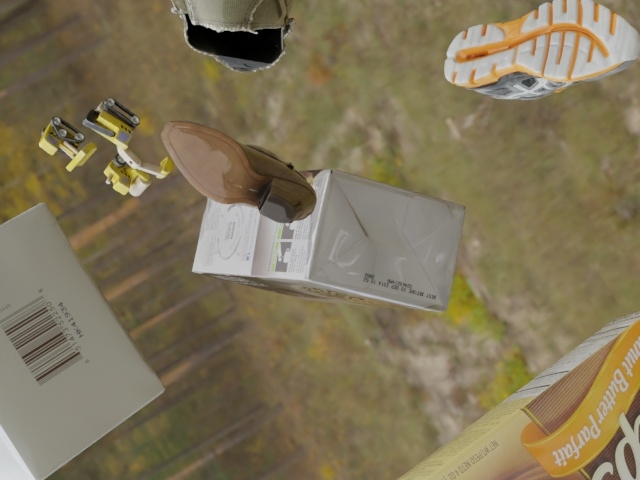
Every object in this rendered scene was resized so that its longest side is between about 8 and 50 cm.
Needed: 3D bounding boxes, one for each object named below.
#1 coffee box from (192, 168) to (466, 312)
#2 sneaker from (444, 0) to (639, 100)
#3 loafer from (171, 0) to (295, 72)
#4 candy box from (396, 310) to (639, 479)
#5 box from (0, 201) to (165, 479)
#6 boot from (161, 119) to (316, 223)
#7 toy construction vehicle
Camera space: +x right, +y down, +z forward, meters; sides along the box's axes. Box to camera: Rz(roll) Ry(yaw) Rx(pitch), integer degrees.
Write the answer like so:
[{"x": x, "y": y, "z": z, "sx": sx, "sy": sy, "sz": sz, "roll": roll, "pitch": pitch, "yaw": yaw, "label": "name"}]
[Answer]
[{"x": 0.000, "y": 0.000, "z": 1.493, "sx": 0.297, "sy": 0.168, "sz": 0.118, "roll": 1, "pitch": 78, "yaw": 62, "label": "coffee box"}, {"x": 0.225, "y": -0.180, "z": 1.348, "sx": 0.215, "sy": 0.084, "sz": 0.083, "roll": 2, "pitch": 162, "yaw": 47, "label": "sneaker"}, {"x": -0.064, "y": -0.155, "z": 0.916, "sx": 0.251, "sy": 0.094, "sz": 0.087, "roll": 48, "pitch": -133, "yaw": -87, "label": "loafer"}, {"x": 0.237, "y": 0.220, "z": 1.278, "sx": 0.183, "sy": 0.316, "sz": 0.087, "roll": 58, "pitch": 156, "yaw": -1, "label": "candy box"}, {"x": -0.345, "y": 0.142, "z": 1.347, "sx": 0.345, "sy": 0.168, "sz": 0.215, "roll": -30, "pitch": 94, "yaw": 48, "label": "box"}, {"x": -0.054, "y": -0.051, "z": 0.945, "sx": 0.118, "sy": 0.042, "sz": 0.087, "roll": 38, "pitch": -166, "yaw": -10, "label": "boot"}, {"x": -0.178, "y": -0.072, "z": 1.132, "sx": 0.098, "sy": 0.035, "sz": 0.086, "roll": 38, "pitch": 138, "yaw": -17, "label": "toy construction vehicle"}]
